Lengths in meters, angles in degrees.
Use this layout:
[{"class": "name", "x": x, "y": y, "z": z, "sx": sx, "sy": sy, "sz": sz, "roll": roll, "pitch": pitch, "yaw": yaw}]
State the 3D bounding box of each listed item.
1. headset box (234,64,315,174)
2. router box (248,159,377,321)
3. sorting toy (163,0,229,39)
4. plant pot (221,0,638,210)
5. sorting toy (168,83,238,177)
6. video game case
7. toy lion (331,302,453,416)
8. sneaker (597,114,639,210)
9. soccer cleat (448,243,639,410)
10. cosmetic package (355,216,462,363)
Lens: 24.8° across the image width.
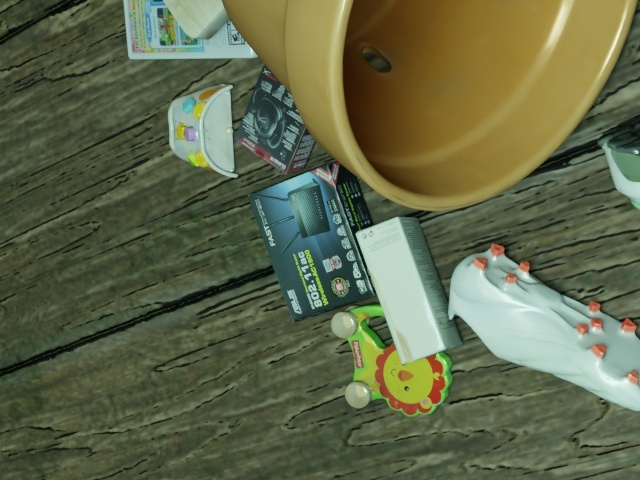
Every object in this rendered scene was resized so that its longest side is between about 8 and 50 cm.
[{"class": "headset box", "x": -0.033, "y": -0.102, "z": 1.261, "sx": 0.062, "sy": 0.032, "sz": 0.083, "roll": 35, "pitch": 118, "yaw": 23}, {"class": "router box", "x": 0.000, "y": 0.000, "z": 1.258, "sx": 0.092, "sy": 0.038, "sz": 0.122, "roll": -20, "pitch": 89, "yaw": 36}, {"class": "sorting toy", "x": -0.109, "y": -0.345, "z": 1.202, "sx": 0.255, "sy": 0.089, "sz": 0.257, "roll": -42, "pitch": 73, "yaw": 29}, {"class": "plant pot", "x": 0.062, "y": -0.193, "z": 1.049, "sx": 0.203, "sy": 0.291, "sz": 0.290, "roll": 35, "pitch": 119, "yaw": 42}, {"class": "sorting toy", "x": -0.114, "y": -0.099, "z": 1.316, "sx": 0.075, "sy": 0.045, "sz": 0.083, "roll": 11, "pitch": 108, "yaw": 51}, {"class": "video game case", "x": -0.118, "y": -0.240, "z": 1.295, "sx": 0.143, "sy": 0.019, "sz": 0.157, "roll": 4, "pitch": 104, "yaw": 33}, {"class": "toy lion", "x": 0.065, "y": 0.102, "z": 1.246, "sx": 0.096, "sy": 0.034, "sz": 0.100, "roll": -10, "pitch": 95, "yaw": 28}, {"class": "sneaker", "x": 0.372, "y": 0.004, "z": 0.938, "sx": 0.410, "sy": 0.158, "sz": 0.182, "roll": 18, "pitch": 134, "yaw": 53}, {"class": "soccer cleat", "x": 0.185, "y": 0.079, "z": 1.144, "sx": 0.196, "sy": 0.068, "sz": 0.076, "roll": 36, "pitch": 131, "yaw": 25}, {"class": "cosmetic package", "x": 0.073, "y": 0.040, "z": 1.196, "sx": 0.041, "sy": 0.060, "sz": 0.115, "roll": -21, "pitch": 81, "yaw": 19}]
